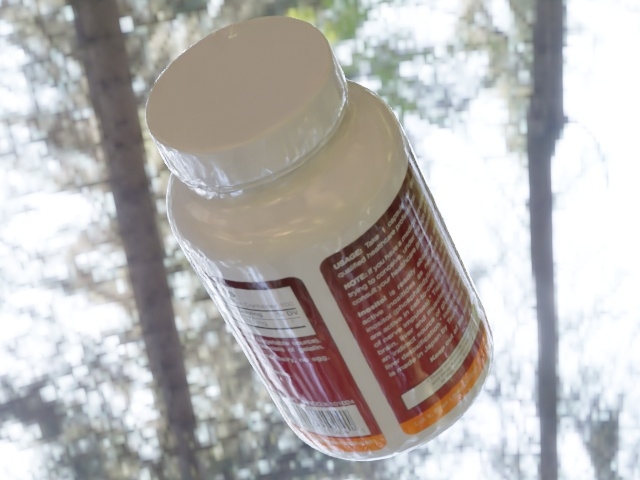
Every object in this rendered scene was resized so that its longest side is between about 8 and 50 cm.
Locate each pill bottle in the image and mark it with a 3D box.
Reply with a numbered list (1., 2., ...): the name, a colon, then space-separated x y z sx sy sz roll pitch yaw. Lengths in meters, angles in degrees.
1. pill bottle: 0.000 0.000 0.605 0.086 0.152 0.086 -15 -138 14
